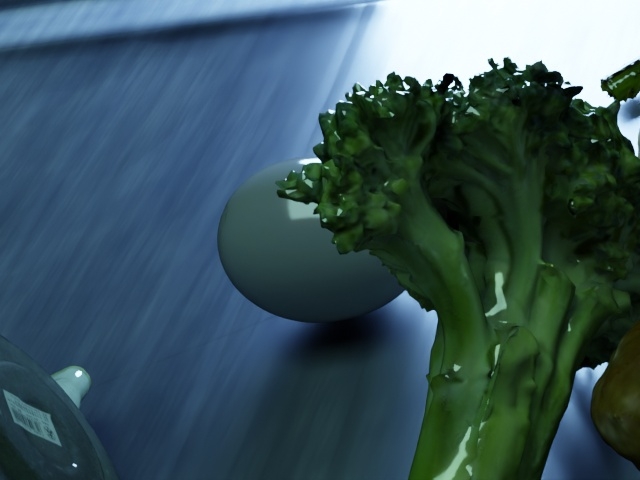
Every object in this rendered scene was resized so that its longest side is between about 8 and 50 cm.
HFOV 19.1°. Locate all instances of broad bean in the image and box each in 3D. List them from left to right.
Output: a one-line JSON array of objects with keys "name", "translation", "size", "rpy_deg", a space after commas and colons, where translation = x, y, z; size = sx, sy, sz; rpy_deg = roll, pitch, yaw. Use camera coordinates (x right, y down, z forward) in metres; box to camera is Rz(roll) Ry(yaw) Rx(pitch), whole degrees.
[{"name": "broad bean", "translation": [0.267, 0.109, 1.259], "size": [0.156, 0.122, 0.228], "rpy_deg": [33, 28, 20]}]

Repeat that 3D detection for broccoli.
[{"name": "broccoli", "translation": [0.140, 0.081, 1.361], "size": [0.353, 0.397, 0.275], "rpy_deg": [-13, -8, -28]}]

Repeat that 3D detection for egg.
[{"name": "egg", "translation": [0.000, 0.000, 1.660], "size": [0.198, 0.146, 0.146], "rpy_deg": [7, 44, 35]}]

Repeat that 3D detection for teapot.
[{"name": "teapot", "translation": [-0.311, 0.194, 1.536], "size": [0.239, 0.239, 0.321], "rpy_deg": [-36, 34, 12]}]

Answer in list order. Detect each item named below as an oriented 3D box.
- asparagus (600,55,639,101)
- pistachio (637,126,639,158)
[{"name": "asparagus", "translation": [0.334, -0.183, 1.791], "size": [0.165, 0.030, 0.036], "rpy_deg": [-37, 21, -15]}, {"name": "pistachio", "translation": [0.366, -0.059, 1.444], "size": [0.299, 0.187, 0.187], "rpy_deg": [20, 54, 44]}]
